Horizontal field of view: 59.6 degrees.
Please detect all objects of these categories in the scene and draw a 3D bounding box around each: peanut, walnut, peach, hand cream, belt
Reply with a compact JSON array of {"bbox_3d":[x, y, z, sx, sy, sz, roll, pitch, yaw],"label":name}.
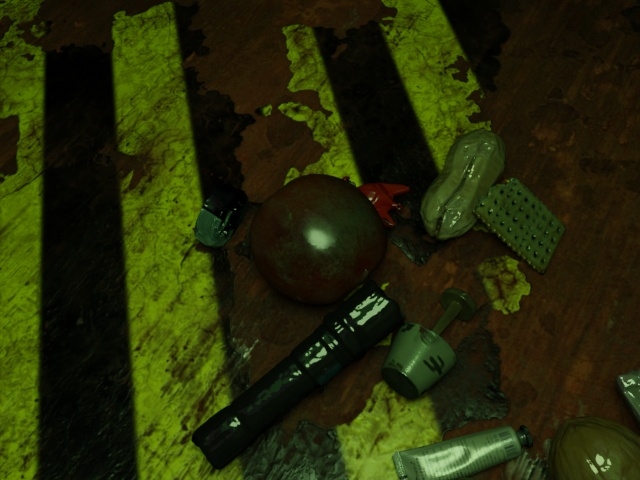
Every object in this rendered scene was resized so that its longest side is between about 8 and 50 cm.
[{"bbox_3d":[0.300,-0.121,1.158,0.130,0.130,0.290,25,68,15],"label":"peanut"},{"bbox_3d":[0.444,0.371,0.861,0.167,0.167,0.207,-27,75,-12],"label":"walnut"},{"bbox_3d":[0.000,0.000,1.046,0.252,0.252,0.253,-1,61,2],"label":"peach"},{"bbox_3d":[0.243,0.366,0.944,0.233,0.050,0.080,-17,68,-1],"label":"hand cream"},{"bbox_3d":[-0.203,-0.050,1.155,0.058,0.105,0.140,25,75,15],"label":"belt"}]

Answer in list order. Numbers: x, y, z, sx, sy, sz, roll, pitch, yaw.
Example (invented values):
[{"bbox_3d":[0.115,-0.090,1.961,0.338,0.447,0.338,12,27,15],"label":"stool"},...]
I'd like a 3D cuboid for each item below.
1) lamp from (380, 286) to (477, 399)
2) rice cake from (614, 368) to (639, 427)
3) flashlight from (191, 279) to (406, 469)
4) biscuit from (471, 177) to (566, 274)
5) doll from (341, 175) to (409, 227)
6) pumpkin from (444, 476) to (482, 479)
[{"bbox_3d":[0.201,0.179,1.006,0.121,0.121,0.214,36,60,20],"label":"lamp"},{"bbox_3d":[0.555,0.342,0.872,0.050,0.106,0.298,-26,57,15],"label":"rice cake"},{"bbox_3d":[-0.037,0.233,0.971,0.424,0.103,0.103,-39,66,-6],"label":"flashlight"},{"bbox_3d":[0.404,-0.042,1.120,0.203,0.016,0.144,41,67,-10],"label":"biscuit"},{"bbox_3d":[0.095,-0.093,1.189,0.168,0.057,0.109,20,61,12],"label":"doll"},{"bbox_3d":[0.231,0.474,0.840,0.217,0.110,0.218,-2,67,5],"label":"pumpkin"}]
